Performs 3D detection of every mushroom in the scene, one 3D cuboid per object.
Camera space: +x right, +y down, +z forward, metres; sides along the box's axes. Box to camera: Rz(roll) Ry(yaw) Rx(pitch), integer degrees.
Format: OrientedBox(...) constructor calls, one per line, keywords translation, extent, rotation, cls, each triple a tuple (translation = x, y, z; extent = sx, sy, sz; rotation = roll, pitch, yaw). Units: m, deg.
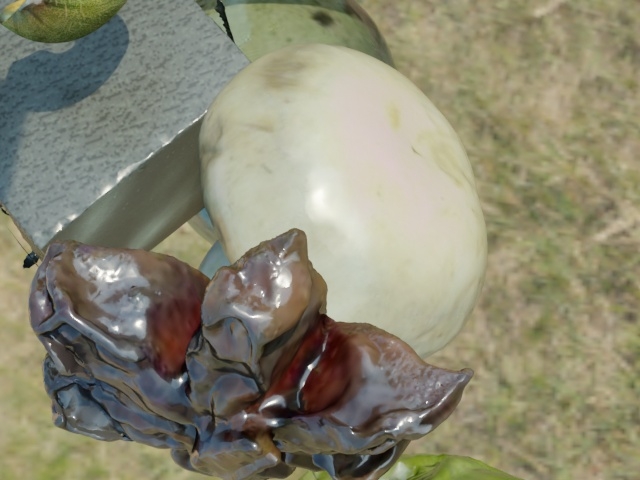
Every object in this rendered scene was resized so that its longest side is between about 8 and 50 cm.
OrientedBox(translation=(0.025, -0.021, 1.627), extent=(0.353, 0.325, 0.353), rotation=(42, 145, 39), cls="mushroom")

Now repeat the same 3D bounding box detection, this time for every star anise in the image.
OrientedBox(translation=(-0.049, 0.070, 0.785), extent=(0.220, 0.214, 0.099), rotation=(-44, 25, 58), cls="star anise")

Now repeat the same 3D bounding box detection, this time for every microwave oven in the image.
OrientedBox(translation=(-0.312, -0.201, 1.810), extent=(0.374, 0.236, 0.432), rotation=(-40, 74, -7), cls="microwave oven")

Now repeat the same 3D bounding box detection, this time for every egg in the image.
OrientedBox(translation=(-0.061, -0.165, 2.082), extent=(0.345, 0.345, 0.428), rotation=(-45, 37, 37), cls="egg")

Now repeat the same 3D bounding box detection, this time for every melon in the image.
OrientedBox(translation=(-0.245, -0.233, 1.523), extent=(0.160, 0.128, 0.079), rotation=(-36, 102, 25), cls="melon")

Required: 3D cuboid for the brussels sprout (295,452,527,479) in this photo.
OrientedBox(translation=(0.135, 0.417, 1.806), extent=(0.425, 0.361, 0.342), rotation=(19, 105, 30), cls="brussels sprout")
